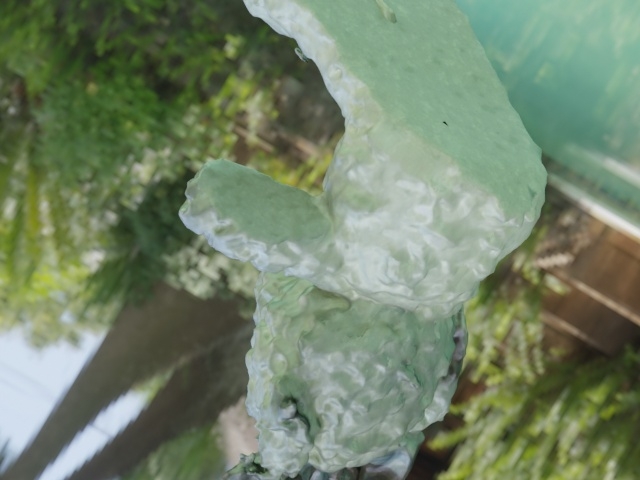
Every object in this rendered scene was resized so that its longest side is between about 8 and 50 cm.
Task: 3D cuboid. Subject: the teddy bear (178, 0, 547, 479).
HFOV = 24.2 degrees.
[{"bbox_3d":[0.000,0.000,1.214,0.327,0.362,0.375,-5,-126,-47],"label":"teddy bear"}]
